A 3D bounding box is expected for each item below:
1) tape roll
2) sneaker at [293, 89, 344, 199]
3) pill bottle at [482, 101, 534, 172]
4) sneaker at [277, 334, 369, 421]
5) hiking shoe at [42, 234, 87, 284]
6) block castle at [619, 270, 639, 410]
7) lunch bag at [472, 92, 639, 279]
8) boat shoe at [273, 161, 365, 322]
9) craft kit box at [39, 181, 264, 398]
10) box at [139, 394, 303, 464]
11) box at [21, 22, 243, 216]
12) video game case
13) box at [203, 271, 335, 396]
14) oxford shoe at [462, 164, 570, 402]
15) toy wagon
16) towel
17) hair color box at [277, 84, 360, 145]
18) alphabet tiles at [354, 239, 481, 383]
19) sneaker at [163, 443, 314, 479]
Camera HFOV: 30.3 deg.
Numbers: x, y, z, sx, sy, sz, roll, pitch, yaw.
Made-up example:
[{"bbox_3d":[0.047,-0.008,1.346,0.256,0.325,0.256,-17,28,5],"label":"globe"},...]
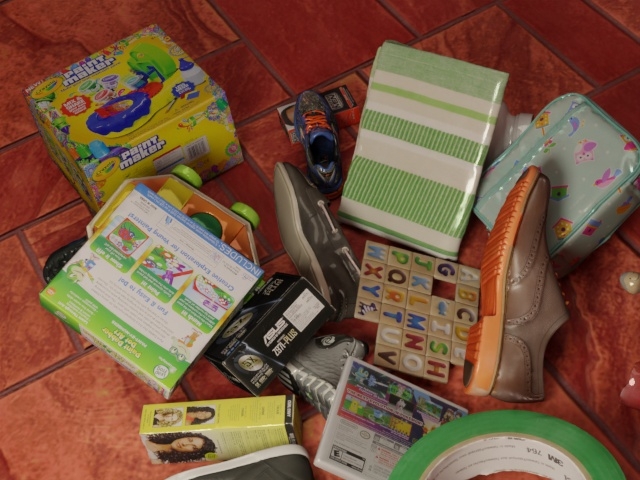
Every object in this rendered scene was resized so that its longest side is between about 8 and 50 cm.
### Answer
[{"bbox_3d":[0.242,0.365,1.534,0.321,0.077,0.321,-8,39,7],"label":"tape roll"},{"bbox_3d":[0.002,-0.184,2.126,0.083,0.087,0.221,-12,62,-6],"label":"sneaker"},{"bbox_3d":[0.236,-0.182,2.065,0.264,0.146,0.146,4,50,15],"label":"pill bottle"},{"bbox_3d":[0.042,0.209,1.797,0.132,0.086,0.228,-36,51,-23],"label":"sneaker"},{"bbox_3d":[-0.336,0.005,2.056,0.304,0.113,0.132,-21,27,-10],"label":"hiking shoe"},{"bbox_3d":[0.591,0.029,1.707,0.213,0.303,0.453,27,59,23],"label":"block castle"},{"bbox_3d":[0.382,-0.088,1.909,0.279,0.108,0.224,-45,55,11],"label":"lunch bag"},{"bbox_3d":[0.000,0.000,1.986,0.095,0.112,0.335,-5,51,-19],"label":"boat shoe"},{"bbox_3d":[-0.257,0.074,1.820,0.250,0.061,0.246,36,62,6],"label":"craft kit box"},{"bbox_3d":[-0.147,0.283,1.766,0.232,0.087,0.058,-6,46,7],"label":"box"},{"bbox_3d":[-0.346,-0.212,2.186,0.290,0.177,0.279,-31,49,-16],"label":"box"},{"bbox_3d":[0.105,0.282,1.696,0.201,0.023,0.183,25,52,-7],"label":"video game case"},{"bbox_3d":[-0.082,0.140,1.809,0.180,0.077,0.147,-47,14,-11],"label":"box"},{"bbox_3d":[0.313,0.068,1.795,0.133,0.130,0.364,13,83,-2],"label":"oxford shoe"},{"bbox_3d":[-0.204,0.037,1.916,0.344,0.068,0.267,32,63,4],"label":"toy wagon"},{"bbox_3d":[0.164,-0.150,1.968,0.248,0.325,0.038,22,15,30],"label":"towel"},{"bbox_3d":[-0.003,-0.237,2.230,0.141,0.043,0.072,-21,49,-7],"label":"hair color box"},{"bbox_3d":[0.152,0.113,1.863,0.198,0.009,0.237,15,49,-5],"label":"alphabet tiles"},{"bbox_3d":[-0.133,0.395,1.647,0.296,0.104,0.147,-18,43,-11],"label":"sneaker"}]
